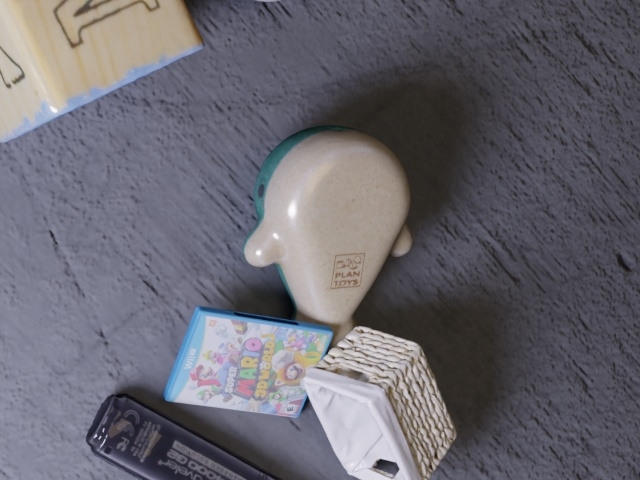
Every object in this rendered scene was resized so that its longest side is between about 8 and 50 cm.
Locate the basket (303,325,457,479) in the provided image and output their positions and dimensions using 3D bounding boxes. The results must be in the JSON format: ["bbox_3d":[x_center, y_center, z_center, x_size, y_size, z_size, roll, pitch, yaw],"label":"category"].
[{"bbox_3d":[0.072,0.191,1.890,0.103,0.113,0.167,-47,132,-28],"label":"basket"}]

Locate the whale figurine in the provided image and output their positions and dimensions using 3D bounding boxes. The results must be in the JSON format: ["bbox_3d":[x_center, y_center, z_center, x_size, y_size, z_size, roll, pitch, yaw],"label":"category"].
[{"bbox_3d":[0.000,0.000,1.913,0.216,0.141,0.272,-6,111,-28],"label":"whale figurine"}]

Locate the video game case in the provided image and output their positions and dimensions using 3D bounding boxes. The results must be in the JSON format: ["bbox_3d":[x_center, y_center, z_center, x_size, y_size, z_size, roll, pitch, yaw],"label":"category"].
[{"bbox_3d":[-0.080,0.137,1.863,0.166,0.015,0.119,10,115,-26],"label":"video game case"}]

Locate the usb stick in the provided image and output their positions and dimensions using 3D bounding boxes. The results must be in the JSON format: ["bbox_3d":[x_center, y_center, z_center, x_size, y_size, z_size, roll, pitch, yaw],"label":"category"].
[{"bbox_3d":[-0.128,0.259,1.842,0.278,0.045,0.077,32,77,-21],"label":"usb stick"}]

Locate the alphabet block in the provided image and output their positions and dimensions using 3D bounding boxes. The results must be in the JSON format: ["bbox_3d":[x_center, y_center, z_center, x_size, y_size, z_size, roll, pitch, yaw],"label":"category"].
[{"bbox_3d":[-0.272,-0.238,1.746,0.193,0.192,0.197,-30,99,-30],"label":"alphabet block"}]
